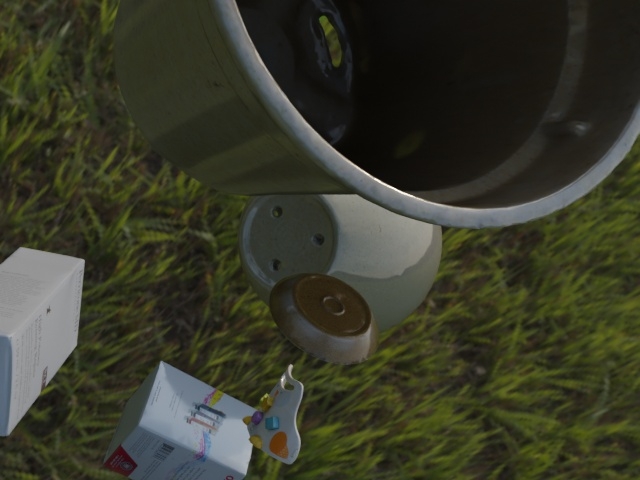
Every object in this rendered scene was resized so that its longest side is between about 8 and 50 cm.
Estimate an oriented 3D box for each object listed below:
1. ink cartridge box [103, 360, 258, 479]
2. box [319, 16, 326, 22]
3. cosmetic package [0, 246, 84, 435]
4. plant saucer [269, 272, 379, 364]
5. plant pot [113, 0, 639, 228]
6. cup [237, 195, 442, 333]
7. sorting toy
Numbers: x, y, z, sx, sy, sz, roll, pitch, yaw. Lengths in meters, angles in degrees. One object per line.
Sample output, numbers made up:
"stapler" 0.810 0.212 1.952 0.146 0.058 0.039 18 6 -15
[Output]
"ink cartridge box" -0.199 0.290 1.573 0.176 0.128 0.127 30 38 -14
"box" -0.067 -0.392 1.825 0.109 0.178 0.042 50 34 -19
"cosmetic package" -0.325 0.100 1.141 0.086 0.117 0.231 11 20 4
"plant saucer" 0.006 0.049 0.738 0.083 0.015 0.083 19 36 -14
"plant pot" 0.008 -0.159 0.740 0.334 0.305 0.333 3 84 -30
"cup" 0.000 0.000 1.695 0.331 0.331 0.237 62 20 11
"sorting toy" -0.039 0.162 1.049 0.045 0.075 0.083 22 11 -19
